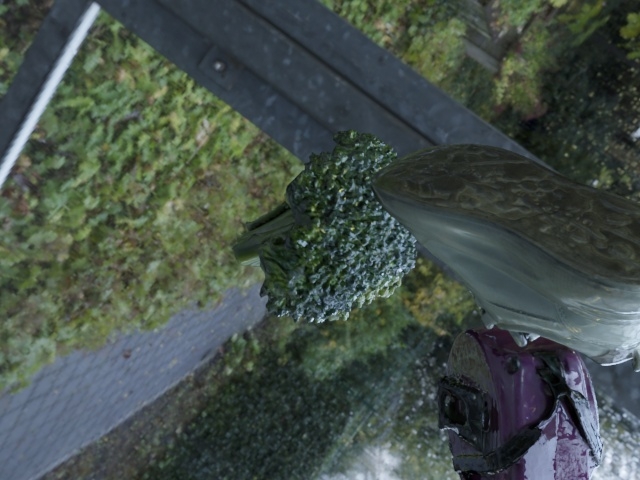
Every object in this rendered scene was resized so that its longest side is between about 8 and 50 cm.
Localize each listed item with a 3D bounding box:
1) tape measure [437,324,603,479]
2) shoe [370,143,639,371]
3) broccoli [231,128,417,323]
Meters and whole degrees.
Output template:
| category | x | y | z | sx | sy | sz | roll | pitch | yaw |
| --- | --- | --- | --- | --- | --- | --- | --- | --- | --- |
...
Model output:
| category | x | y | z | sx | sy | sz | roll | pitch | yaw |
| --- | --- | --- | --- | --- | --- | --- | --- | --- | --- |
| tape measure | 0.233 | 0.217 | 0.791 | 0.245 | 0.149 | 0.232 | 150 | -62 | -82 |
| shoe | 0.178 | 0.020 | 0.611 | 0.124 | 0.316 | 0.159 | -31 | 125 | -21 |
| broccoli | 0.022 | 0.006 | 1.037 | 0.302 | 0.249 | 0.375 | -45 | -167 | 40 |
